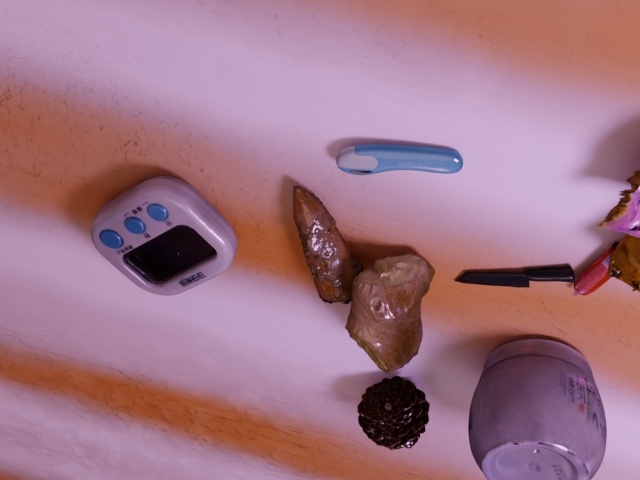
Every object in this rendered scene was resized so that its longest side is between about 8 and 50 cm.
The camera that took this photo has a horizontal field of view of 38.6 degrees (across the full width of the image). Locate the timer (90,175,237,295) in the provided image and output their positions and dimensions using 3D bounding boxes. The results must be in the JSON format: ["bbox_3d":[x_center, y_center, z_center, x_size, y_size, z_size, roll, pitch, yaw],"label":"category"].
[{"bbox_3d":[-0.305,-0.008,1.788,0.262,0.087,0.237,-25,124,32],"label":"timer"}]

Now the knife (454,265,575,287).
[{"bbox_3d":[0.374,0.076,1.770,0.230,0.028,0.060,-2,146,17],"label":"knife"}]

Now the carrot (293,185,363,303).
[{"bbox_3d":[0.000,0.000,1.736,0.101,0.102,0.263,-9,126,20],"label":"carrot"}]

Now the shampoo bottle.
[{"bbox_3d":[0.441,0.362,1.863,0.272,0.266,0.273,8,136,8],"label":"shampoo bottle"}]

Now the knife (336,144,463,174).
[{"bbox_3d":[0.138,-0.141,1.598,0.221,0.031,0.064,2,131,6],"label":"knife"}]

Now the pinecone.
[{"bbox_3d":[0.168,0.394,2.039,0.162,0.163,0.165,-2,145,15],"label":"pinecone"}]

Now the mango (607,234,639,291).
[{"bbox_3d":[0.629,0.061,1.599,0.252,0.154,0.126,22,113,-18],"label":"mango"}]

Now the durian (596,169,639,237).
[{"bbox_3d":[0.637,-0.085,1.493,0.341,0.112,0.191,5,127,-4],"label":"durian"}]

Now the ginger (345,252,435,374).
[{"bbox_3d":[0.144,0.135,1.782,0.130,0.221,0.276,30,173,28],"label":"ginger"}]

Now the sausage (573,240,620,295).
[{"bbox_3d":[0.520,0.062,1.707,0.050,0.048,0.145,-9,149,-36],"label":"sausage"}]
